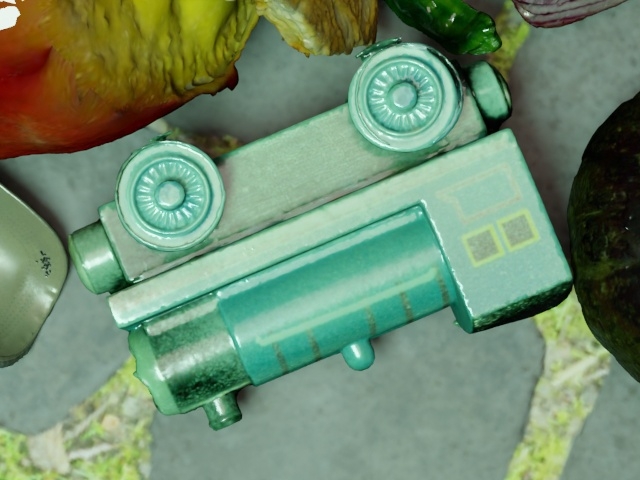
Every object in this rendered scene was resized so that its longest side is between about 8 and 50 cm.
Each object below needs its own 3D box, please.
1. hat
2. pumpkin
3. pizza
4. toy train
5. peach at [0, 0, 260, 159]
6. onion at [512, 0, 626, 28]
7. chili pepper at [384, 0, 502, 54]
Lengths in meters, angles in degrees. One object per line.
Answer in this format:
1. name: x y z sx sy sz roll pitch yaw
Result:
1. hat: -0.255 0.011 1.188 0.175 0.085 0.147 40 71 -18
2. pumpkin: 0.270 0.000 1.141 0.238 0.159 0.238 0 77 0
3. pizza: -0.006 -0.175 1.153 0.062 0.161 0.182 -11 46 29
4. toy train: 0.000 0.000 1.162 0.298 0.120 0.194 -23 88 -4
5. peach: -0.146 -0.194 1.109 0.338 0.281 0.281 -22 83 -23
6. onion: 0.173 -0.279 1.157 0.206 0.216 0.207 -24 75 -8
7. chili pepper: 0.059 -0.189 1.207 0.073 0.050 0.182 -35 74 31
